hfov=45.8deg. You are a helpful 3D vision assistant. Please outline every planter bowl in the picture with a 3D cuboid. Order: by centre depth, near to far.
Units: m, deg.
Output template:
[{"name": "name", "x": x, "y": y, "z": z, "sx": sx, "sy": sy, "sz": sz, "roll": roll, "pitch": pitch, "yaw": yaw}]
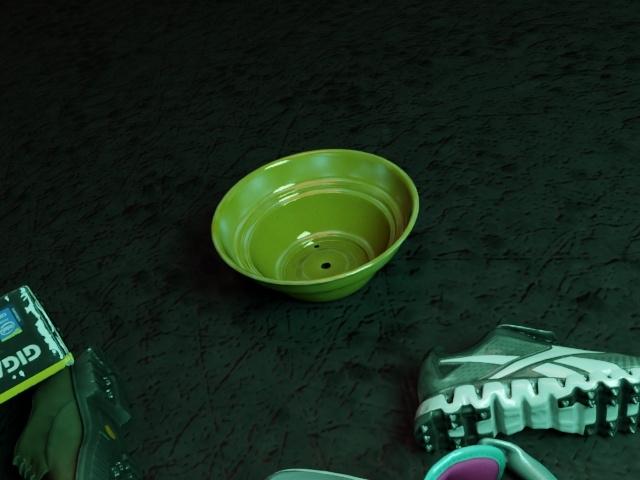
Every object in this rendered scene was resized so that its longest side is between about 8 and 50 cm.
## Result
[{"name": "planter bowl", "x": 0.000, "y": 0.000, "z": 0.811, "sx": 0.217, "sy": 0.090, "sz": 0.217, "roll": -7, "pitch": 41, "yaw": 6}]

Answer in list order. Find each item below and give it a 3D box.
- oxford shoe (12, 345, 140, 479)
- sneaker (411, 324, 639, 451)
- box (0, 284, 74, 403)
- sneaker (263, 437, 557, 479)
[{"name": "oxford shoe", "x": -0.214, "y": 0.199, "z": 0.657, "sx": 0.096, "sy": 0.082, "sz": 0.227, "roll": -28, "pitch": 36, "yaw": 0}, {"name": "sneaker", "x": 0.190, "y": 0.112, "z": 0.648, "sx": 0.235, "sy": 0.078, "sz": 0.106, "roll": -9, "pitch": 43, "yaw": 7}, {"name": "box", "x": -0.372, "y": 0.150, "z": 0.636, "sx": 0.322, "sy": 0.079, "sz": 0.257, "roll": -30, "pitch": 2, "yaw": -20}, {"name": "sneaker", "x": 0.060, "y": 0.198, "z": 0.504, "sx": 0.296, "sy": 0.178, "sz": 0.123, "roll": 14, "pitch": 47, "yaw": 28}]
